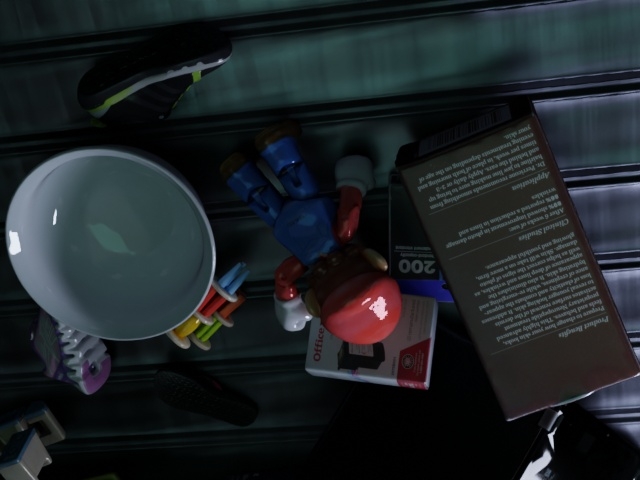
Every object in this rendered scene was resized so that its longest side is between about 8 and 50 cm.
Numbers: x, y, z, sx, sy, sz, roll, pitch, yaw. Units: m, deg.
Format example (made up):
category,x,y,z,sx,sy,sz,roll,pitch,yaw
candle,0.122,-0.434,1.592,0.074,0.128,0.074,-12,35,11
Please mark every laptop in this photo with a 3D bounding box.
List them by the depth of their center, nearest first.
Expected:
category,x,y,z,sx,sy,sz,roll,pitch,yaw
laptop,0.217,0.373,1.772,0.408,0.236,0.382,36,83,-37

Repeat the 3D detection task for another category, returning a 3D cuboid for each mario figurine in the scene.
category,x,y,z,sx,sy,sz,roll,pitch,yaw
mario figurine,0.000,0.000,1.646,0.320,0.170,0.198,57,142,4

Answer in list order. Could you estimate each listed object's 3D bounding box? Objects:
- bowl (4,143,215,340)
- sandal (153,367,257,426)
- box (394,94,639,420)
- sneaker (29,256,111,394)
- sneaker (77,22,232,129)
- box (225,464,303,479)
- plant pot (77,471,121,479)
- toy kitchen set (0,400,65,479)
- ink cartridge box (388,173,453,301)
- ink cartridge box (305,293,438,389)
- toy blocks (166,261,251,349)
category,x,y,z,sx,sy,sz,roll,pitch,yaw
bowl,-0.279,-0.018,1.681,0.298,0.134,0.298,4,117,7
sandal,-0.181,0.240,1.862,0.179,0.040,0.067,26,125,-22
box,0.260,0.023,1.566,0.191,0.143,0.381,-21,103,13
sneaker,-0.396,0.122,1.801,0.105,0.095,0.236,4,116,25
sneaker,-0.216,-0.215,1.616,0.235,0.084,0.097,-17,138,17
box,-0.078,0.441,1.881,0.158,0.156,0.093,-9,115,12
plant pot,-0.394,0.514,1.934,0.228,0.207,0.227,-17,113,16
toy kitchen set,-0.531,0.325,1.877,0.207,0.166,0.122,-22,112,18
ink cartridge box,0.198,0.008,1.680,0.206,0.045,0.208,1,119,7
ink cartridge box,0.073,0.138,1.707,0.175,0.072,0.127,5,79,10
toy blocks,-0.146,0.091,1.738,0.148,0.123,0.054,-44,71,10
